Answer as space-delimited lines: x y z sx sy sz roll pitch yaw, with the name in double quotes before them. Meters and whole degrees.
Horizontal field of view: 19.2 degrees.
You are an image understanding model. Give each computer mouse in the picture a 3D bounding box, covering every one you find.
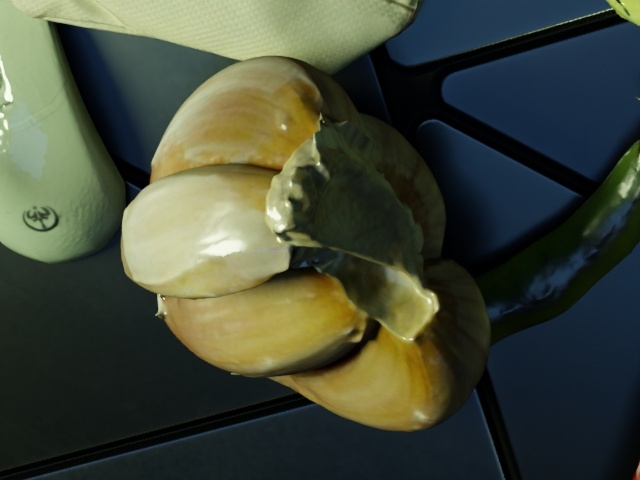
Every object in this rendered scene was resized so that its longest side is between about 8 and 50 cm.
"computer mouse" -0.178 -0.067 1.125 0.089 0.056 0.182 -17 103 6

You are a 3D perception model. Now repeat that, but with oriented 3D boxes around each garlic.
"garlic" 0.000 0.000 1.073 0.214 0.160 0.191 32 154 -31

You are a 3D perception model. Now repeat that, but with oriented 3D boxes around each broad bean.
"broad bean" 0.133 0.008 1.120 0.069 0.039 0.227 42 106 -13

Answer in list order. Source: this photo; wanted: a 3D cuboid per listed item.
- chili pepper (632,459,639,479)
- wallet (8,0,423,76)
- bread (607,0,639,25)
"chili pepper" 0.251 0.159 1.128 0.144 0.136 0.253 1 127 -40
"wallet" -0.042 -0.248 1.044 0.274 0.068 0.335 23 113 -2
"bread" 0.193 -0.171 1.023 0.129 0.114 0.111 24 114 2
